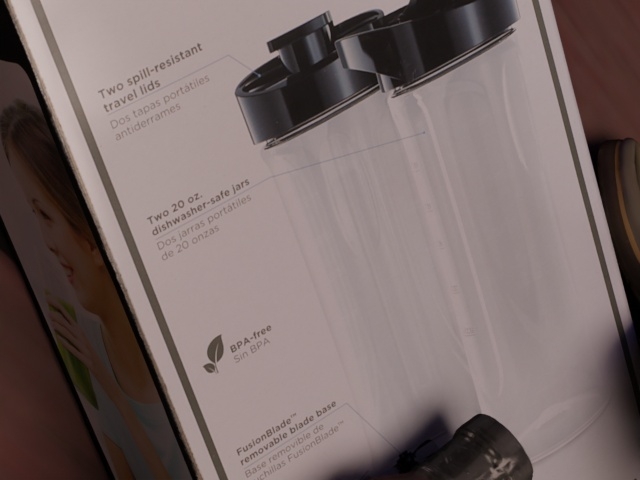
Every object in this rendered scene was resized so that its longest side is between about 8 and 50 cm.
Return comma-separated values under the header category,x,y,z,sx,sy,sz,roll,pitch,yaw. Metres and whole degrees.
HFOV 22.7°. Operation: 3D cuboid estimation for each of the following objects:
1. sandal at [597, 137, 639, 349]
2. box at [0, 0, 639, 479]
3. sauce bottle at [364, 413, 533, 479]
category,x,y,z,sx,sy,sz,roll,pitch,yaw
sandal,0.134,0.024,0.560,0.049,0.180,0.072,-16,121,6
box,0.000,0.000,0.507,0.169,0.087,0.290,-31,117,-24
sauce bottle,0.008,0.098,0.456,0.128,0.042,0.042,-34,118,-22
